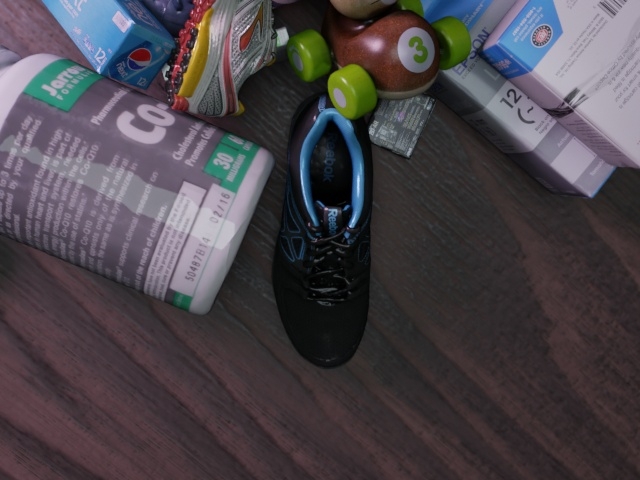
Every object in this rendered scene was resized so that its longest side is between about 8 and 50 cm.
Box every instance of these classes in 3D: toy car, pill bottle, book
[{"bbox_3d":[0.056,-0.244,0.629,0.155,0.188,0.149,-31,56,-19],"label":"toy car"},{"bbox_3d":[-0.249,-0.075,0.709,0.360,0.204,0.204,23,95,-6],"label":"pill bottle"},{"bbox_3d":[-0.107,-0.213,0.753,0.144,0.096,0.035,-17,100,0],"label":"book"}]

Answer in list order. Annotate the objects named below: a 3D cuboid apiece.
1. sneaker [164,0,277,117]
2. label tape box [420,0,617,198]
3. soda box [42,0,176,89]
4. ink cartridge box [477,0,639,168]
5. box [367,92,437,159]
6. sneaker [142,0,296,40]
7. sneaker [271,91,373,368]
[{"bbox_3d":[-0.081,-0.229,0.657,0.092,0.088,0.225,13,121,-30],"label":"sneaker"},{"bbox_3d":[0.248,-0.252,0.760,0.347,0.115,0.249,38,94,-8],"label":"label tape box"},{"bbox_3d":[-0.248,-0.262,0.703,0.067,0.071,0.210,-46,70,18],"label":"soda box"},{"bbox_3d":[0.292,-0.193,0.670,0.203,0.086,0.148,38,95,-7],"label":"ink cartridge box"},{"bbox_3d":[0.098,-0.152,0.811,0.067,0.018,0.083,22,95,-5],"label":"box"},{"bbox_3d":[-0.078,-0.314,0.711,0.349,0.148,0.131,-15,99,4],"label":"sneaker"},{"bbox_3d":[0.000,0.000,0.759,0.124,0.140,0.341,-2,102,-1],"label":"sneaker"}]
